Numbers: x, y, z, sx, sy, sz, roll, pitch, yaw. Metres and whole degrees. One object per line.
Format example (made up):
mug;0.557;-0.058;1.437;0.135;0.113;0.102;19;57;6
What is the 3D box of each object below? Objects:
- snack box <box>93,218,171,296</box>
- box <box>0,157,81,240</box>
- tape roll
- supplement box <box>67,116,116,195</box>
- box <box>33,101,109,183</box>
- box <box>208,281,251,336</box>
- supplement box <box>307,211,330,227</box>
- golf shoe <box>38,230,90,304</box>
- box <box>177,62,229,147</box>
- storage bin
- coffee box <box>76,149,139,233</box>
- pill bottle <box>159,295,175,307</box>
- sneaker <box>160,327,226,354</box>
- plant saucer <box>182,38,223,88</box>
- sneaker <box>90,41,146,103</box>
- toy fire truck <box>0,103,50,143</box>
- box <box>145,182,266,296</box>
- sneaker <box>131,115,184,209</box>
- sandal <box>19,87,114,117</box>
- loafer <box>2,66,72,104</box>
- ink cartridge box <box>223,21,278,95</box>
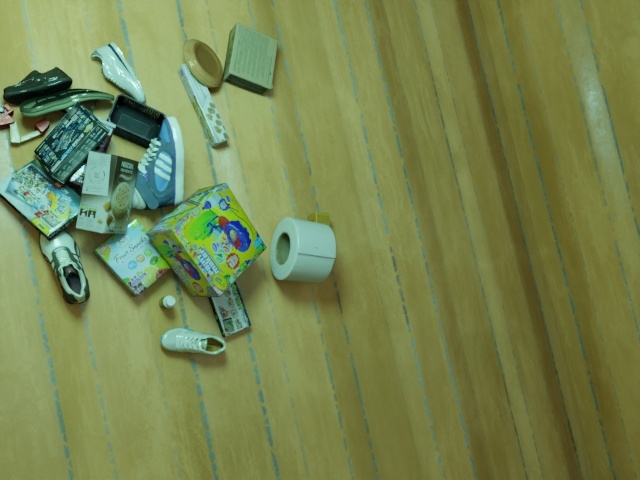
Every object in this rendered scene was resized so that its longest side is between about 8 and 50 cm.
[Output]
snack box;-0.636;0.060;1.721;0.207;0.070;0.174;51;60;-12
box;-0.876;-0.132;1.585;0.233;0.044;0.159;42;59;1
tape roll;-0.074;0.042;1.967;0.169;0.246;0.246;9;76;-29
supplement box;-0.763;-0.275;1.670;0.073;0.130;0.239;23;71;-27
box;-0.792;-0.314;1.594;0.220;0.175;0.051;-49;147;-1
box;-0.347;0.244;1.883;0.114;0.036;0.207;-20;92;-33
supplement box;0.000;0.000;2.117;0.080;0.078;0.233;-1;82;-32
golf shoe;-0.801;0.069;1.591;0.105;0.120;0.273;-26;93;-31
box;-0.452;-0.523;1.945;0.063;0.067;0.324;-26;96;-32
storage bin;-0.658;-0.421;1.789;0.180;0.084;0.122;22;70;-25
coffee box;-0.679;-0.150;1.607;0.098;0.141;0.247;11;92;8
pill bottle;-0.531;0.214;1.748;0.043;0.083;0.043;6;77;-30
sneaker;-0.445;0.356;1.770;0.228;0.092;0.087;11;77;-28
plant saucer;-0.445;-0.689;1.943;0.200;0.037;0.200;39;40;-44
sneaker;-0.714;-0.584;1.796;0.095;0.090;0.235;-36;97;-18
toy fire truck;-0.984;-0.355;1.598;0.135;0.047;0.192;46;61;-16
box;-0.392;0.001;1.764;0.279;0.177;0.290;-50;121;-37
sneaker;-0.600;-0.261;1.722;0.236;0.130;0.323;-6;111;-27
sandal;-0.839;-0.447;1.675;0.302;0.120;0.086;-30;131;-38
loafer;-0.935;-0.511;1.648;0.220;0.080;0.078;-34;89;-37
ink cartridge box;-0.288;-0.744;2.072;0.193;0.088;0.235;15;73;-30
